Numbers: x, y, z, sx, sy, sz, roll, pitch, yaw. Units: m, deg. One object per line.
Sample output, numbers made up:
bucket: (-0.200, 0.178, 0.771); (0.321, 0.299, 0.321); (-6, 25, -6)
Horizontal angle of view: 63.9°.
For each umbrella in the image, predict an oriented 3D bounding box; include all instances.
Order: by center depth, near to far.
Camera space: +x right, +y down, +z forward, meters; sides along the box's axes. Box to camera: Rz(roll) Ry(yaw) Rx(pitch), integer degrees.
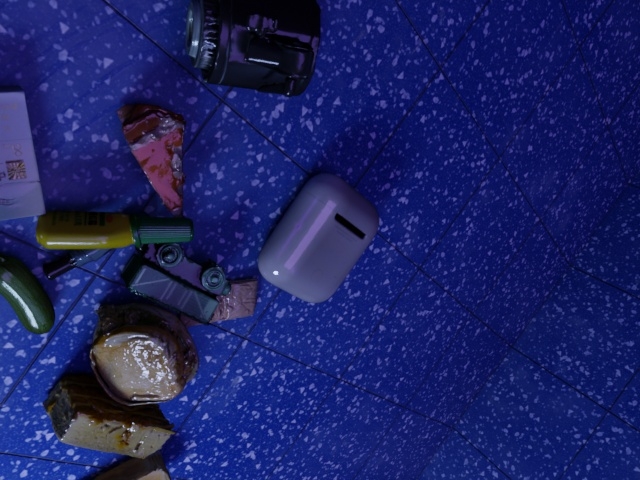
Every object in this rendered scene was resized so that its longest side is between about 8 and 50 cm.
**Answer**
umbrella: (-0.491, 0.013, 1.146); (0.250, 0.053, 0.052); (-33, 131, -21)

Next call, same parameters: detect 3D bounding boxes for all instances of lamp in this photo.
lamp: (-0.140, -0.422, 1.066); (0.272, 0.374, 0.205); (11, 117, -7)

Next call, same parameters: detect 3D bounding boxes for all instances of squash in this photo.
squash: (-0.630, 0.112, 1.084); (0.077, 0.068, 0.219); (-29, 128, -15)

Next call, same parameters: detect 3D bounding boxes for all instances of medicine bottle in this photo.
medicine bottle: (-0.428, -0.021, 1.094); (0.309, 0.111, 0.076); (1, 117, -22)

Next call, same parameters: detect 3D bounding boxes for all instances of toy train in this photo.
toy train: (-0.341, 0.092, 1.243); (0.269, 0.115, 0.154); (35, 81, -35)

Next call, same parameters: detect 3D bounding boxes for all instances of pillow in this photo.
pillow: (-0.277, 0.169, 1.404); (0.233, 0.043, 0.126); (-5, 112, -32)

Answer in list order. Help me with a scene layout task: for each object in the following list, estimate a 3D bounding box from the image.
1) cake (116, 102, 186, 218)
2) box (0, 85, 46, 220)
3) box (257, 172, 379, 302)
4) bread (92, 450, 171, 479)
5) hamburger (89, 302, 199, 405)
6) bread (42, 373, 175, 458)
cake: (-0.336, -0.167, 1.134); (0.135, 0.098, 0.287); (-28, 127, -22)
box: (-0.614, -0.156, 0.951); (0.155, 0.067, 0.242); (-13, 121, -30)
box: (0.001, 0.001, 1.452); (0.289, 0.141, 0.349); (34, 91, -42)
bread: (-0.548, 0.699, 1.441); (0.241, 0.107, 0.136); (-23, 123, -27)
hamburger: (-0.430, 0.268, 1.223); (0.286, 0.146, 0.243); (36, 109, -14)
bread: (-0.518, 0.431, 1.269); (0.275, 0.185, 0.114); (34, 85, -43)
